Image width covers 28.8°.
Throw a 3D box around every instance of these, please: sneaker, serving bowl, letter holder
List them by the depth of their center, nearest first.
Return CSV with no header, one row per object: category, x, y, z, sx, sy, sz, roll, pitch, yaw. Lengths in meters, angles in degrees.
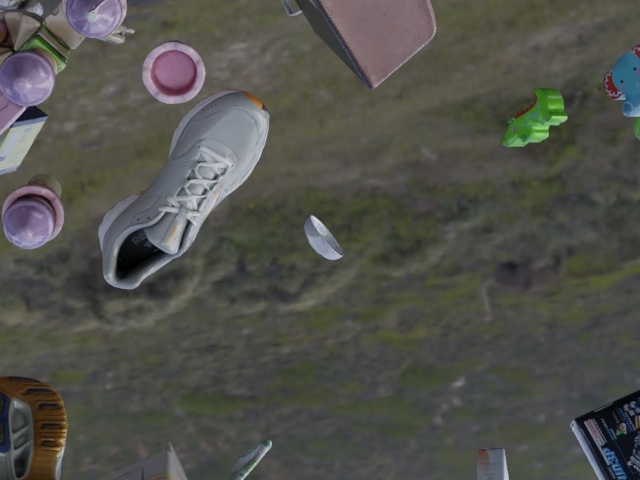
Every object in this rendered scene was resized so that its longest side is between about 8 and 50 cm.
sneaker,-0.290,0.270,1.157,0.112,0.296,0.131,15,127,-15
sneaker,-0.144,-0.044,1.346,0.262,0.099,0.121,-49,-158,19
letter holder,0.055,-0.378,1.564,0.214,0.152,0.302,-39,143,0
serving bowl,0.000,0.000,1.993,0.027,0.083,0.083,-38,172,10

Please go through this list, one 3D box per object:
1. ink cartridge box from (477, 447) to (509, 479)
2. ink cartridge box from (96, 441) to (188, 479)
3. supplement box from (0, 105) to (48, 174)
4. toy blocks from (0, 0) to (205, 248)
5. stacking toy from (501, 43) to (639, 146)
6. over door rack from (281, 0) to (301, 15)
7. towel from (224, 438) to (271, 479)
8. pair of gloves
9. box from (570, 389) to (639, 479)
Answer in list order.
ink cartridge box,0.252,0.414,1.800,0.045,0.145,0.179,-3,-140,15
ink cartridge box,-0.178,0.362,1.364,0.119,0.207,0.353,-23,-175,-5
supplement box,-0.380,-0.126,1.468,0.083,0.056,0.083,-55,173,18
toy blocks,-0.316,-0.175,1.270,0.288,0.309,0.260,-44,-164,7
stacking toy,0.252,-0.139,0.897,0.167,0.052,0.221,-3,152,-35
over door rack,0.079,-0.461,1.794,0.324,0.108,0.239,-39,176,21
towel,-0.146,0.390,2.026,0.152,0.023,0.113,-46,179,-36
pair of gloves,-0.408,-0.345,1.866,0.240,0.042,0.204,15,-176,3
box,0.486,0.321,1.774,0.175,0.220,0.051,-23,157,-6
